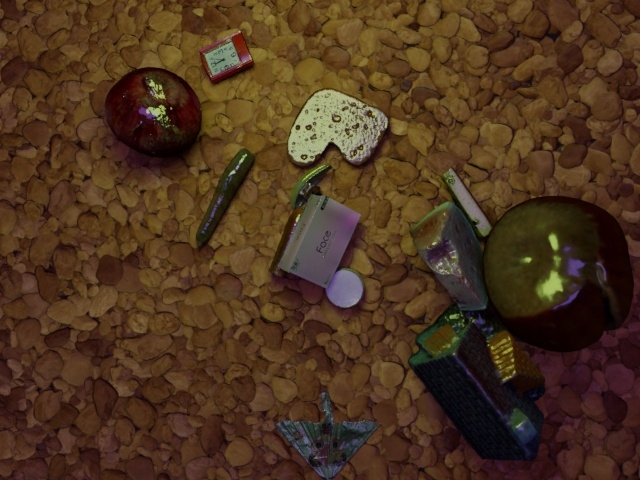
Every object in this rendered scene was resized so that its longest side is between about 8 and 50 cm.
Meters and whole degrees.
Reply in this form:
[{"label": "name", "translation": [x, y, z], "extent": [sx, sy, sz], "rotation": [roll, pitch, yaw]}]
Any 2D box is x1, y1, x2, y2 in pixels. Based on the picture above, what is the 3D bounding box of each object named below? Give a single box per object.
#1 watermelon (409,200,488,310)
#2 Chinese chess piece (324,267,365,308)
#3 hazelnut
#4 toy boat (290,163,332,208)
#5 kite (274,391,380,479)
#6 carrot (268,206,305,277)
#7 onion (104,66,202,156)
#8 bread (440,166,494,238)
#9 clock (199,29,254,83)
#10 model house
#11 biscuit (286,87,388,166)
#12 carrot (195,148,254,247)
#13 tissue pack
[{"label": "watermelon", "translation": [0.354, 0.058, 1.381], "extent": [0.148, 0.226, 0.318], "rotation": [-25, 76, 35]}, {"label": "Chinese chess piece", "translation": [0.073, 0.143, 1.466], "extent": [0.122, 0.051, 0.122], "rotation": [0, 88, 4]}, {"label": "hazelnut", "translation": [0.629, 0.084, 1.281], "extent": [0.359, 0.359, 0.409], "rotation": [-3, 78, 4]}, {"label": "toy boat", "translation": [-0.030, -0.168, 1.489], "extent": [0.066, 0.065, 0.172], "rotation": [41, 97, 19]}, {"label": "kite", "translation": [0.018, 0.589, 1.453], "extent": [0.322, 0.013, 0.268], "rotation": [0, 86, 4]}, {"label": "carrot", "translation": [-0.090, 0.002, 1.481], "extent": [0.067, 0.067, 0.225], "rotation": [22, 90, 5]}, {"label": "onion", "translation": [-0.489, -0.383, 1.447], "extent": [0.276, 0.276, 0.276], "rotation": [0, 85, 4]}, {"label": "bread", "translation": [0.432, -0.109, 1.443], "extent": [0.049, 0.088, 0.226], "rotation": [-33, 83, 4]}, {"label": "clock", "translation": [-0.297, -0.576, 1.545], "extent": [0.155, 0.061, 0.113], "rotation": [-22, 84, 5]}, {"label": "model house", "translation": [0.432, 0.362, 1.282], "extent": [0.297, 0.339, 0.360], "rotation": [-36, 84, 2]}, {"label": "biscuit", "translation": [0.049, -0.322, 1.505], "extent": [0.277, 0.052, 0.262], "rotation": [23, 92, 5]}, {"label": "carrot", "translation": [-0.307, -0.132, 1.508], "extent": [0.070, 0.070, 0.342], "rotation": [29, 90, 6]}, {"label": "tissue pack", "translation": [0.000, 0.000, 1.434], "extent": [0.148, 0.092, 0.246], "rotation": [25, 87, -27]}]
